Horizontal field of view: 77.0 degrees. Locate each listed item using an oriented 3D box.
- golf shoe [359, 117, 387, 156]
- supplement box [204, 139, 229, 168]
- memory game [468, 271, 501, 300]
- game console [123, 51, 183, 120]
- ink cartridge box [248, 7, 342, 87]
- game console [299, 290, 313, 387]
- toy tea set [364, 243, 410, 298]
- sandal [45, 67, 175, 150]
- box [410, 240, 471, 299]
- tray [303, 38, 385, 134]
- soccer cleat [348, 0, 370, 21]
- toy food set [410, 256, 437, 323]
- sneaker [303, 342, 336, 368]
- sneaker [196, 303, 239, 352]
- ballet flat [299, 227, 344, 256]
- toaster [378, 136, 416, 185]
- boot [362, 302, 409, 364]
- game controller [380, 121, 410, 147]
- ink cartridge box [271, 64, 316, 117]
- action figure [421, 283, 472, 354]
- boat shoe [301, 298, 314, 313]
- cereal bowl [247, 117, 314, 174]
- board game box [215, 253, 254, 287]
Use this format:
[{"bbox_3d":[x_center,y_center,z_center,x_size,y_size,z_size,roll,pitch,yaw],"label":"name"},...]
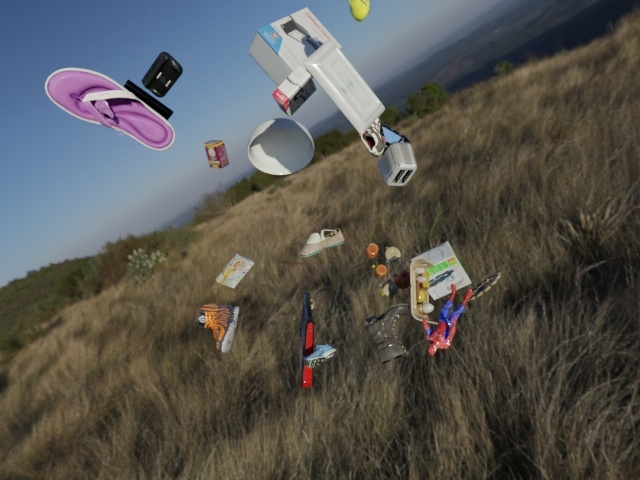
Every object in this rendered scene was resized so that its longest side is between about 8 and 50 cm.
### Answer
[{"bbox_3d":[0.235,-0.532,1.923,0.105,0.273,0.120,-28,-9,32],"label":"golf shoe"},{"bbox_3d":[-0.344,-0.286,1.333,0.055,0.083,0.043,8,35,25],"label":"supplement box"},{"bbox_3d":[0.712,0.201,1.760,0.186,0.012,0.186,-41,-8,-7],"label":"memory game"},{"bbox_3d":[-0.692,-0.631,1.694,0.361,0.213,0.044,-30,40,36],"label":"game console"},{"bbox_3d":[-0.096,-0.764,1.613,0.307,0.223,0.129,-45,5,-33],"label":"ink cartridge box"},{"bbox_3d":[-0.071,0.463,1.913,0.060,0.342,0.386,-1,14,-5],"label":"game console"},{"bbox_3d":[0.376,0.157,2.254,0.200,0.336,0.124,-21,-16,-8],"label":"toy tea set"},{"bbox_3d":[-0.687,-0.443,1.363,0.102,0.416,0.169,38,104,54],"label":"sandal"},{"bbox_3d":[0.659,0.168,2.210,0.231,0.262,0.127,-29,36,17],"label":"box"},{"bbox_3d":[0.083,-0.463,1.202,0.145,0.270,0.030,-51,17,-24],"label":"tray"},{"bbox_3d":[0.134,-1.040,1.676,0.093,0.289,0.121,-21,-24,37],"label":"soccer cleat"},{"bbox_3d":[0.519,0.247,1.956,0.092,0.306,0.219,-6,-16,32],"label":"toy food set"},{"bbox_3d":[-0.013,0.469,1.653,0.162,0.073,0.063,-10,-49,-44],"label":"sneaker"},{"bbox_3d":[-0.476,0.390,1.813,0.180,0.125,0.321,10,15,-7],"label":"sneaker"},{"bbox_3d":[0.000,0.000,2.227,0.316,0.106,0.107,-21,16,-41],"label":"ballet flat"},{"bbox_3d":[0.366,-0.357,1.887,0.129,0.146,0.227,-1,-28,-19],"label":"toaster"},{"bbox_3d":[0.341,0.435,1.866,0.263,0.091,0.229,-27,56,-4],"label":"boot"},{"bbox_3d":[0.390,-0.543,2.182,0.319,0.166,0.067,16,-25,-39],"label":"game controller"},{"bbox_3d":[-0.094,-0.547,1.479,0.150,0.063,0.109,-45,-15,2],"label":"ink cartridge box"},{"bbox_3d":[0.415,0.243,1.326,0.091,0.139,0.280,16,54,32],"label":"action figure"},{"bbox_3d":[-0.083,0.427,2.592,0.063,0.059,0.170,7,15,11],"label":"boat shoe"},{"bbox_3d":[-0.204,-0.496,2.055,0.339,0.339,0.141,-26,54,25],"label":"cereal bowl"},{"bbox_3d":[-0.385,0.139,1.820,0.154,0.103,0.026,-50,52,6],"label":"board game box"}]
